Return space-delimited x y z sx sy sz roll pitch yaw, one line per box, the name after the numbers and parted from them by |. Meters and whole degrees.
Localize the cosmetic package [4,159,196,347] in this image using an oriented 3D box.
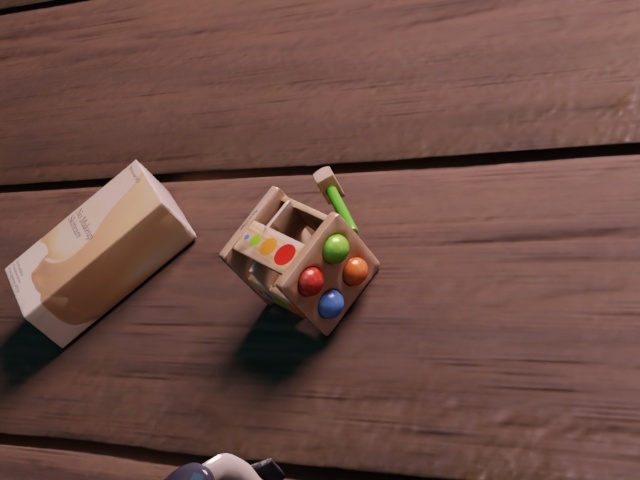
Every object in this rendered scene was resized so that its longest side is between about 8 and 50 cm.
-0.142 0.008 0.836 0.115 0.041 0.060 -41 41 1 | cosmetic package

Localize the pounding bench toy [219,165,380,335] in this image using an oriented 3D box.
0.000 0.000 0.729 0.065 0.052 0.083 24 72 46 | pounding bench toy

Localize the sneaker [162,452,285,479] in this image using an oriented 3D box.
-0.090 0.156 0.636 0.235 0.094 0.153 26 72 46 | sneaker
